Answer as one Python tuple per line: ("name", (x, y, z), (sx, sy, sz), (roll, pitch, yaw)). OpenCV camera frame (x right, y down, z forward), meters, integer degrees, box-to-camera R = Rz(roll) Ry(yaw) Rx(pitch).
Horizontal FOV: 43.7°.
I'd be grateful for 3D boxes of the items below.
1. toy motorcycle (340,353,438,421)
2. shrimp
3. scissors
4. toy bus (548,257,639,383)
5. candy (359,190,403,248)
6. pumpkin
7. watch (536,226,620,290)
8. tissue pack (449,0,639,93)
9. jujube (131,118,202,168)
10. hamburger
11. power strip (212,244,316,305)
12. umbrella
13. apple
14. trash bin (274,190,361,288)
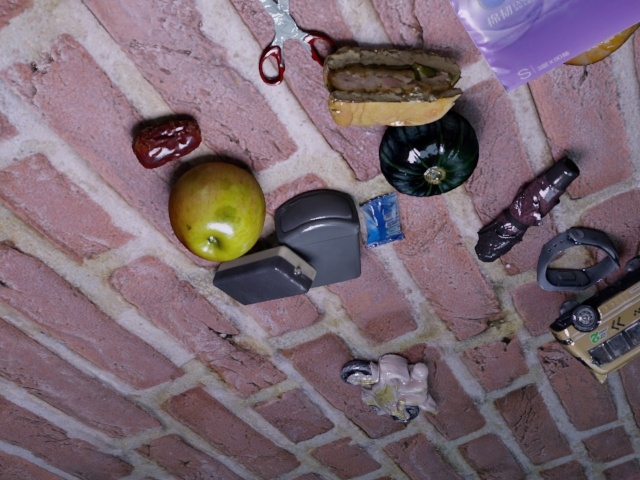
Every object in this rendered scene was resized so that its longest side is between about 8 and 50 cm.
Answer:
("toy motorcycle", (0.221, 0.412, 2.250), (0.222, 0.108, 0.341), (-24, 132, 22))
("shrimp", (0.519, -0.421, 1.402), (0.152, 0.063, 0.287), (30, 126, -24))
("scissors", (-0.064, -0.371, 1.332), (0.144, 0.017, 0.248), (-18, 138, 5))
("toy bus", (0.767, 0.183, 1.983), (0.365, 0.202, 0.177), (-33, 178, 5))
("candy", (0.134, -0.042, 1.751), (0.088, 0.038, 0.136), (-16, 131, -2))
("pumpkin", (0.210, -0.167, 1.547), (0.201, 0.140, 0.202), (-5, 139, -5))
("watch", (0.641, 0.051, 1.975), (0.206, 0.068, 0.193), (4, 138, -17))
("tissue pack", (0.381, -0.421, 1.240), (0.338, 0.160, 0.242), (-27, 129, 25))
("jujube", (-0.279, -0.179, 1.453), (0.129, 0.077, 0.077), (-20, 140, 1))
("hamburger", (0.124, -0.269, 1.424), (0.261, 0.124, 0.131), (-2, 156, -15))
("power strip", (-0.119, 0.077, 1.709), (0.105, 0.070, 0.256), (37, 150, -28))
("umbrella", (0.455, -0.066, 1.773), (0.090, 0.094, 0.326), (43, 129, 6))
("apple", (-0.198, -0.051, 1.544), (0.195, 0.196, 0.196), (-8, 140, -6))
("trash bin", (0.000, 0.000, 1.718), (0.176, 0.101, 0.236), (-14, 142, -2))
